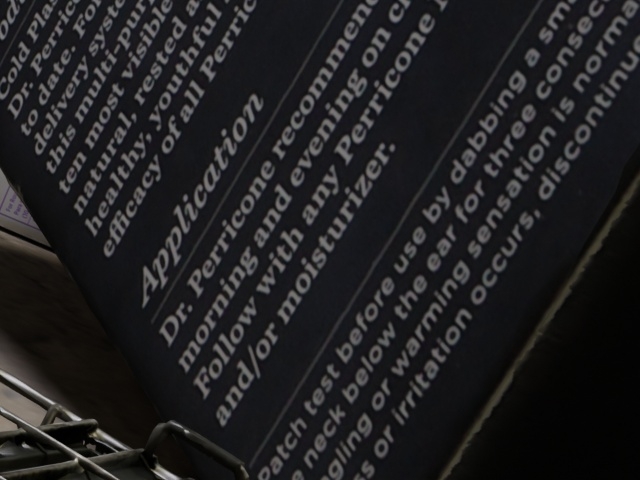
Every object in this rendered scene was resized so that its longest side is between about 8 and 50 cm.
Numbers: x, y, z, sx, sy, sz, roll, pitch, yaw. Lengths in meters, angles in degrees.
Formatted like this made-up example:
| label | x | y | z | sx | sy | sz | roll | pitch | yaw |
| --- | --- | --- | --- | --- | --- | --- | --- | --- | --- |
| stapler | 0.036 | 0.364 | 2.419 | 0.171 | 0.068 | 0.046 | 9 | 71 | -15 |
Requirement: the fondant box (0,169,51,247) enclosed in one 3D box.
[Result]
| label | x | y | z | sx | sy | sz | roll | pitch | yaw |
| --- | --- | --- | --- | --- | --- | --- | --- | --- | --- |
| fondant box | -0.219 | -0.096 | 1.041 | 0.330 | 0.096 | 0.238 | 22 | 7 | -5 |

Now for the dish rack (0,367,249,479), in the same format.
| label | x | y | z | sx | sy | sz | roll | pitch | yaw |
| --- | --- | --- | --- | --- | --- | --- | --- | --- | --- |
| dish rack | -0.141 | 0.032 | 0.369 | 0.271 | 0.074 | 0.208 | 27 | 8 | 19 |

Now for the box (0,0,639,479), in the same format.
| label | x | y | z | sx | sy | sz | roll | pitch | yaw |
| --- | --- | --- | --- | --- | --- | --- | --- | --- | --- |
| box | 0.141 | -0.061 | 0.773 | 0.480 | 0.297 | 0.472 | 19 | 22 | -38 |
